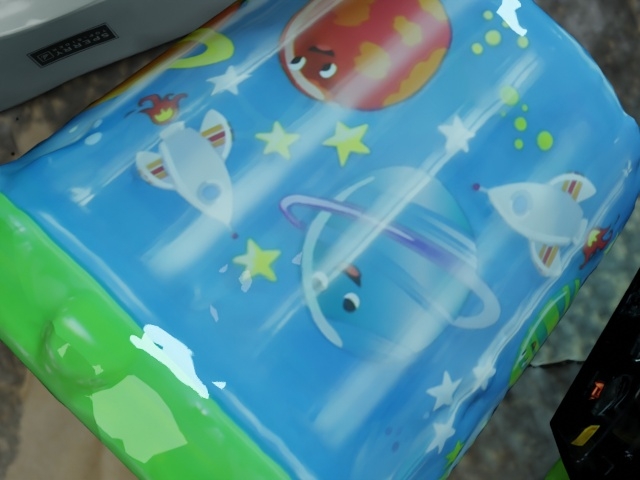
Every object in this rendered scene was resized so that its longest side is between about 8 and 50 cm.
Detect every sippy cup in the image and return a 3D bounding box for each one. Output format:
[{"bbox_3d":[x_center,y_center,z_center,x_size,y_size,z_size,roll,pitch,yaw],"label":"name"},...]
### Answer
[{"bbox_3d":[0.000,0.000,0.549,0.224,0.305,0.240,-44,51,-9],"label":"sippy cup"}]

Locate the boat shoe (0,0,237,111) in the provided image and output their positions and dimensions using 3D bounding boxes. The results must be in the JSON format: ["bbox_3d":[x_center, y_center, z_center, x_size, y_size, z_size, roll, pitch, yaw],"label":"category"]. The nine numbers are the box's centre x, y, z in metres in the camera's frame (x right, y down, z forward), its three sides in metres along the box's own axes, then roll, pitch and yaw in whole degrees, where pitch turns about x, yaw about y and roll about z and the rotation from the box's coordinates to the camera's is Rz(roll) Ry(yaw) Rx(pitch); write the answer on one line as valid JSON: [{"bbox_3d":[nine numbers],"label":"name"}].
[{"bbox_3d":[-0.146,-0.117,0.635,0.229,0.080,0.076,-20,68,7],"label":"boat shoe"}]

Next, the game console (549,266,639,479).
[{"bbox_3d":[0.254,-0.002,0.571,0.213,0.044,0.361,39,77,-24],"label":"game console"}]
